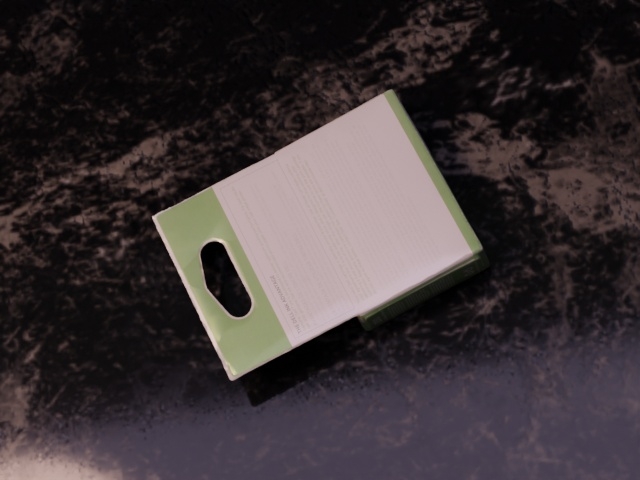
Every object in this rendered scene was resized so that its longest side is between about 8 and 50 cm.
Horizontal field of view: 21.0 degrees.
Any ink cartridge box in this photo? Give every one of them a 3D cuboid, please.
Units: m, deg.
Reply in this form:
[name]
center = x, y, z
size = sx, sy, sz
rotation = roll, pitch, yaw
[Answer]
[ink cartridge box]
center = 0.000, 0.000, 1.457
size = 0.235, 0.056, 0.171
rotation = -29, 69, 2
